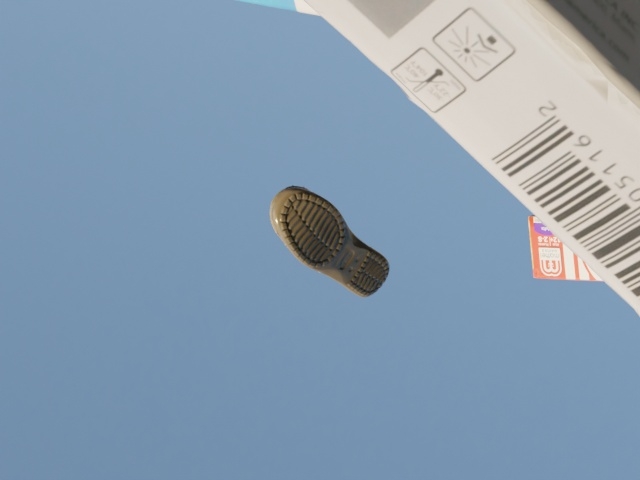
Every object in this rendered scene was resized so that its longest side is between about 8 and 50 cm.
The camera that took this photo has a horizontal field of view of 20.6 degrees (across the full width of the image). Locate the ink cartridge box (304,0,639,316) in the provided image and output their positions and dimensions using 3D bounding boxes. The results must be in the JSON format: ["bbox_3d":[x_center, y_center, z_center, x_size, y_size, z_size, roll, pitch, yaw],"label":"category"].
[{"bbox_3d":[0.142,-0.183,0.807,0.308,0.091,0.385,42,-133,-9],"label":"ink cartridge box"}]

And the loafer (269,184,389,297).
[{"bbox_3d":[0.000,0.000,1.488,0.056,0.148,0.050,-52,-137,-7],"label":"loafer"}]

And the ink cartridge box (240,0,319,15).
[{"bbox_3d":[0.067,-0.267,1.258,0.307,0.223,0.129,13,-125,18],"label":"ink cartridge box"}]

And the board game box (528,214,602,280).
[{"bbox_3d":[0.254,-0.012,1.164,0.146,0.045,0.193,2,-169,44],"label":"board game box"}]
